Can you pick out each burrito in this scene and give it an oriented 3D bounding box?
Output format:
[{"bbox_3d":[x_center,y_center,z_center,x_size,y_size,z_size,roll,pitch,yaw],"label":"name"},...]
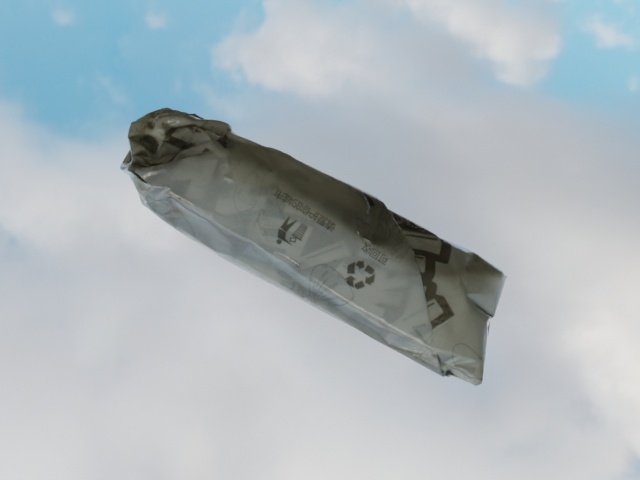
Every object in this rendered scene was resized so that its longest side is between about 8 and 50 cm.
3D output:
[{"bbox_3d":[0.001,-0.001,0.374,0.203,0.064,0.064,28,-138,-5],"label":"burrito"}]
